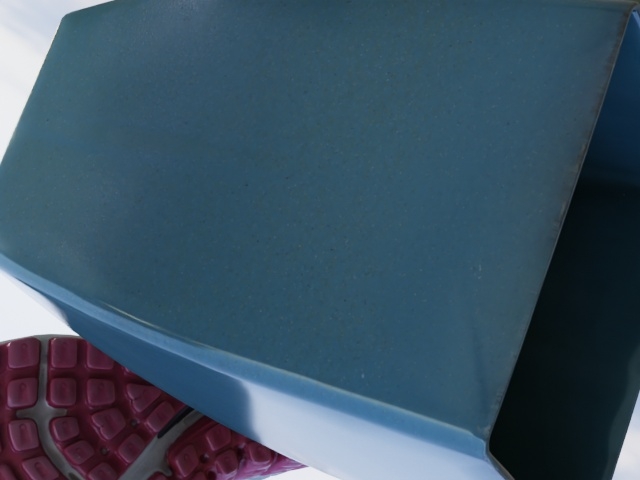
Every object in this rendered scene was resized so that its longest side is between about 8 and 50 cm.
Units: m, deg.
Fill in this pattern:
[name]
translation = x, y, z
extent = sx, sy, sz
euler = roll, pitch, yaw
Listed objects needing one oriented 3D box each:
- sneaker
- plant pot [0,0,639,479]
[sneaker]
translation = -0.088, 0.096, 0.894
extent = 0.299, 0.121, 0.112
euler = -15, 175, -25
[plant pot]
translation = 0.000, 0.000, 0.734
extent = 0.234, 0.166, 0.165
euler = 12, 163, 24
